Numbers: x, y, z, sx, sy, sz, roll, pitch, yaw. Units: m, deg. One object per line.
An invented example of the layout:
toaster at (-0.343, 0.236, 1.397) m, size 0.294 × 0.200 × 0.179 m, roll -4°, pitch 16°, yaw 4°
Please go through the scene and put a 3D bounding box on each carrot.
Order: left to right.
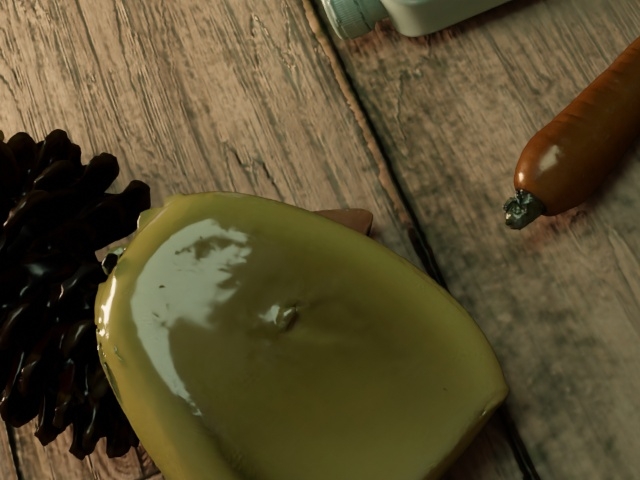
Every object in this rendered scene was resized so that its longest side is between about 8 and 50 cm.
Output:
carrot at (0.259, -0.128, 1.670) m, size 0.069 × 0.069 × 0.336 m, roll 26°, pitch 66°, yaw 40°

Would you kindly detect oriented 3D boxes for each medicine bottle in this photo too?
medicine bottle at (0.113, -0.255, 1.834) m, size 0.229 × 0.083 × 0.121 m, roll -22°, pitch 50°, yaw 11°

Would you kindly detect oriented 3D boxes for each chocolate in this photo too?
chocolate at (0.000, 0.000, 1.721) m, size 0.101 × 0.031 × 0.064 m, roll -5°, pitch 39°, yaw 23°

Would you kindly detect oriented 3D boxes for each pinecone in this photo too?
pinecone at (-0.208, 0.052, 1.651) m, size 0.246 × 0.246 × 0.292 m, roll -44°, pitch 66°, yaw -11°

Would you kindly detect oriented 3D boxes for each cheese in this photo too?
cheese at (-0.030, 0.092, 1.512) m, size 0.316 × 0.128 × 0.259 m, roll 41°, pitch 66°, yaw 8°

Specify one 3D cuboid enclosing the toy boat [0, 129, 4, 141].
toy boat at (-0.445, -0.040, 1.927) m, size 0.310 × 0.115 × 0.089 m, roll -17°, pitch 38°, yaw 10°
